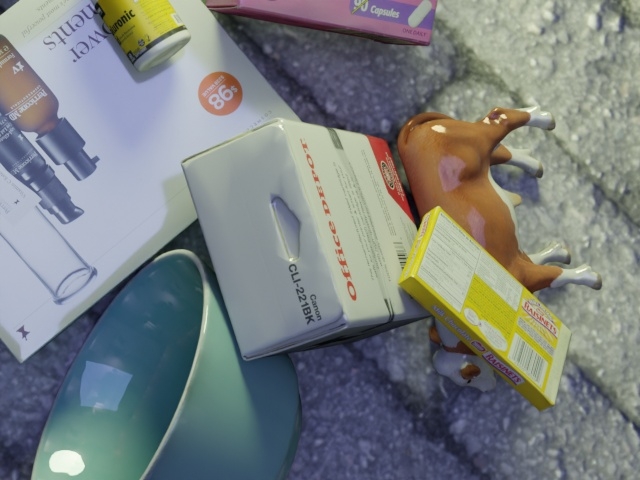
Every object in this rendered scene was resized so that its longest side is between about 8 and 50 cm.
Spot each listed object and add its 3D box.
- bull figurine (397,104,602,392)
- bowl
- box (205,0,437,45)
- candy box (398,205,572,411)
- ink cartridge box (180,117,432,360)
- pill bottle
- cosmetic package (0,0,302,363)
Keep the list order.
[{"bbox_3d":[0.182,0.005,1.388,0.188,0.101,0.310,-16,95,-16],"label":"bull figurine"},{"bbox_3d":[-0.134,0.182,1.254,0.163,0.311,0.311,31,83,-25],"label":"bowl"},{"bbox_3d":[0.017,-0.336,1.327,0.214,0.117,0.243,8,96,-23],"label":"box"},{"bbox_3d":[0.167,0.068,1.289,0.206,0.027,0.105,42,42,-17],"label":"candy box"},{"bbox_3d":[0.000,0.000,1.254,0.114,0.273,0.197,-21,81,21],"label":"ink cartridge box"},{"bbox_3d":[-0.183,-0.229,1.268,0.065,0.065,0.116,-34,91,-9],"label":"pill bottle"},{"bbox_3d":[-0.249,-0.102,1.332,0.377,0.097,0.284,-41,96,-9],"label":"cosmetic package"}]
